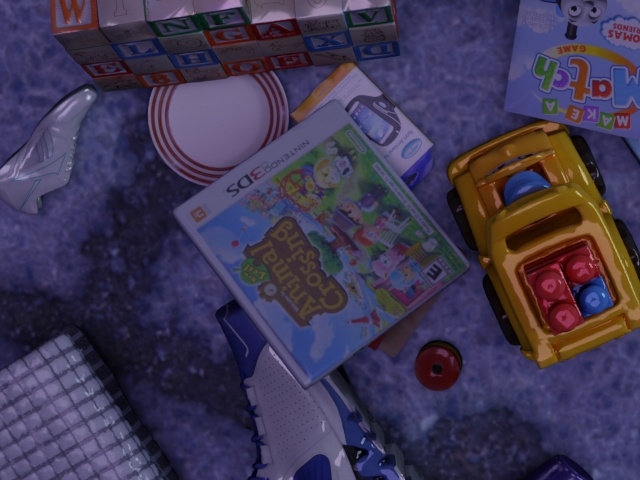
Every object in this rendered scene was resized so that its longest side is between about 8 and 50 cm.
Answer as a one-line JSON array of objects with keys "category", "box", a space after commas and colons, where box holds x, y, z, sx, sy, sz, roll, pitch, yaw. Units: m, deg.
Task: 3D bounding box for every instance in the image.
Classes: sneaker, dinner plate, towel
[{"category": "sneaker", "box": [-0.030, 0.213, 1.424, 0.182, 0.127, 0.315, -35, 93, 6]}, {"category": "sneaker", "box": [-0.264, -0.090, 1.457, 0.061, 0.053, 0.152, 39, 104, -9]}, {"category": "dinner plate", "box": [-0.100, -0.123, 1.451, 0.141, 0.017, 0.141, 0, 95, 6]}, {"category": "towel", "box": [-0.301, 0.249, 1.462, 0.284, 0.121, 0.235, -32, 94, 6]}]

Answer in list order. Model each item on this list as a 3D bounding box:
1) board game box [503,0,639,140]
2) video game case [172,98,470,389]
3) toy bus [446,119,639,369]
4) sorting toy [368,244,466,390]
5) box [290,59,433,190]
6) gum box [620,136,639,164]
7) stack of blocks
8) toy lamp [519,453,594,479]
[{"category": "board game box", "box": [0.260, -0.205, 1.331, 0.160, 0.039, 0.211, 15, 115, 20]}, {"category": "video game case", "box": [0.000, 0.000, 1.368, 0.193, 0.023, 0.212, -36, 75, -10]}, {"category": "toy bus", "box": [0.208, 0.006, 1.338, 0.149, 0.211, 0.220, -24, 92, 9]}, {"category": "sorting toy", "box": [0.042, 0.028, 1.425, 0.274, 0.046, 0.132, 35, 110, 2]}, {"category": "box", "box": [0.046, -0.103, 1.434, 0.081, 0.028, 0.136, -44, 93, 8]}, {"category": "gum box", "box": [0.321, -0.186, 1.391, 0.157, 0.041, 0.184, -35, 92, 7]}, {"category": "stack of blocks", "box": [-0.082, -0.220, 1.351, 0.297, 0.171, 0.087, -6, 77, 6]}, {"category": "toy lamp", "box": [0.167, 0.328, 1.444, 0.080, 0.080, 0.274, 38, 101, 1]}]
